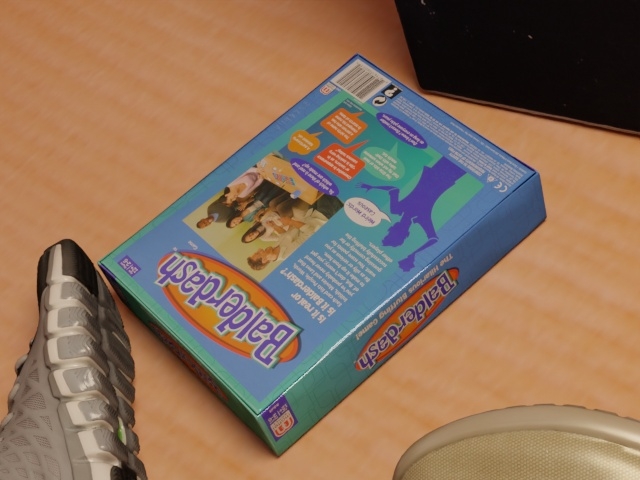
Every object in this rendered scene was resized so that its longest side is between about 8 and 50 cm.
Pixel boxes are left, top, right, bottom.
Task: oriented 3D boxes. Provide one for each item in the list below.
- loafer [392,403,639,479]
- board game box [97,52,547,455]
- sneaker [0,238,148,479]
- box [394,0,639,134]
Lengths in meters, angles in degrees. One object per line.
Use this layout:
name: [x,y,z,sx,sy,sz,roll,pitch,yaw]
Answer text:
loafer: [0.153,0.142,0.579,0.268,0.102,0.092,6,49,21]
board game box: [0.000,0.000,0.776,0.210,0.047,0.160,-39,52,-14]
sneaker: [-0.168,0.105,0.726,0.132,0.086,0.229,-21,51,5]
box: [0.162,-0.293,0.761,0.179,0.343,0.312,16,59,29]
